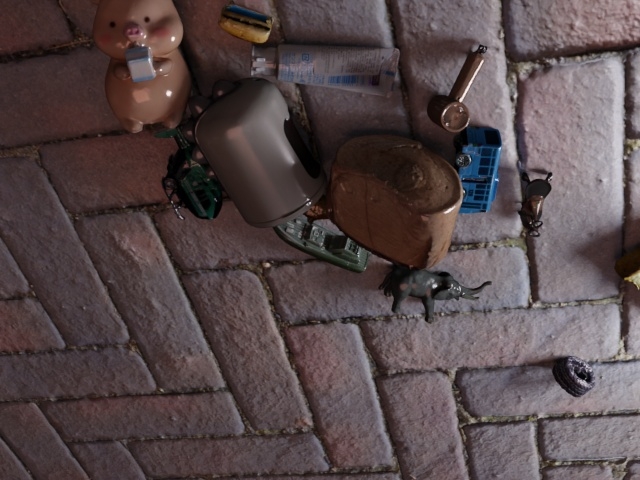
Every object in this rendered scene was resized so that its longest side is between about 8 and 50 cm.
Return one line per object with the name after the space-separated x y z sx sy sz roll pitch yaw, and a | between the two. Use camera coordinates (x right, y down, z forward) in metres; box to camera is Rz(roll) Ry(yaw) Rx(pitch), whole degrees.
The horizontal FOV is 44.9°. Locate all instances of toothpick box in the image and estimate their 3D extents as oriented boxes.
-0.150 -0.198 1.640 0.229 0.229 0.316 -17 123 21 | toothpick box

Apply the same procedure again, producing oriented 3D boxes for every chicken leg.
0.026 -0.065 1.822 0.178 0.070 0.093 16 152 -9 | chicken leg

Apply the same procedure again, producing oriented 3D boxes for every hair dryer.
0.286 -0.312 1.569 0.064 0.117 0.181 24 104 -15 | hair dryer

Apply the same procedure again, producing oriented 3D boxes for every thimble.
0.668 0.359 2.043 0.104 0.095 0.066 20 133 -26 | thimble

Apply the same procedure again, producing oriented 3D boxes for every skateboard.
0.479 -0.077 1.726 0.067 0.080 0.151 -1 131 2 | skateboard

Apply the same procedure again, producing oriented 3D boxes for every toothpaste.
0.007 -0.357 1.588 0.299 0.073 0.114 5 129 -4 | toothpaste

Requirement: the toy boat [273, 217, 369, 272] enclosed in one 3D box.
0.000 0.000 1.866 0.261 0.078 0.085 25 146 -12 | toy boat

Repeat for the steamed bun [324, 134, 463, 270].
0.169 -0.098 1.682 0.301 0.199 0.251 32 149 23 | steamed bun

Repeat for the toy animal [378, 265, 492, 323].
0.279 0.132 1.927 0.270 0.082 0.137 8 131 3 | toy animal

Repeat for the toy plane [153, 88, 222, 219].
-0.289 -0.178 1.759 0.155 0.106 0.381 -15 125 12 | toy plane

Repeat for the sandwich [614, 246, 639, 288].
0.847 0.073 1.786 0.251 0.087 0.226 34 128 -21 | sandwich

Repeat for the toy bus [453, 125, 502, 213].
0.335 -0.149 1.685 0.106 0.090 0.184 3 129 2 | toy bus

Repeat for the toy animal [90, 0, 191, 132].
-0.357 -0.375 1.528 0.195 0.213 0.256 -4 132 -7 | toy animal

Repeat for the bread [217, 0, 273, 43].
-0.151 -0.430 1.543 0.106 0.072 0.053 15 130 -5 | bread
